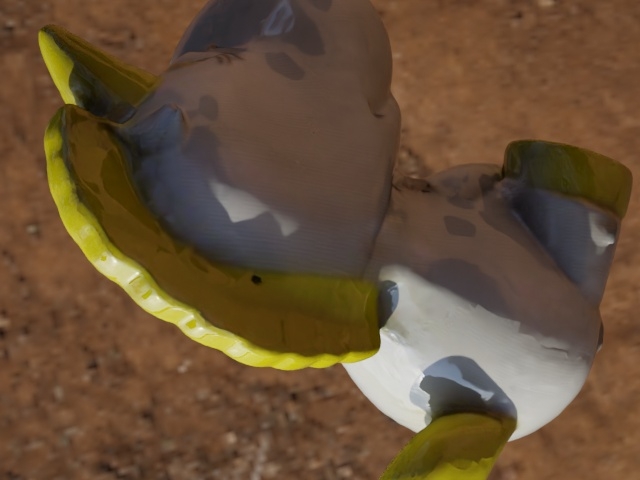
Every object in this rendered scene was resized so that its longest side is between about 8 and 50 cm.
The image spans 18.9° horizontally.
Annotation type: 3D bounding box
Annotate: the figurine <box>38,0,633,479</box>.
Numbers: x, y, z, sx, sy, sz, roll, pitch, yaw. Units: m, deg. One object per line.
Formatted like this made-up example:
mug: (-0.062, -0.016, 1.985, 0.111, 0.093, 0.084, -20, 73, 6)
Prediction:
figurine: (0.000, -0.007, 0.503, 0.109, 0.129, 0.178, -25, 123, 39)
